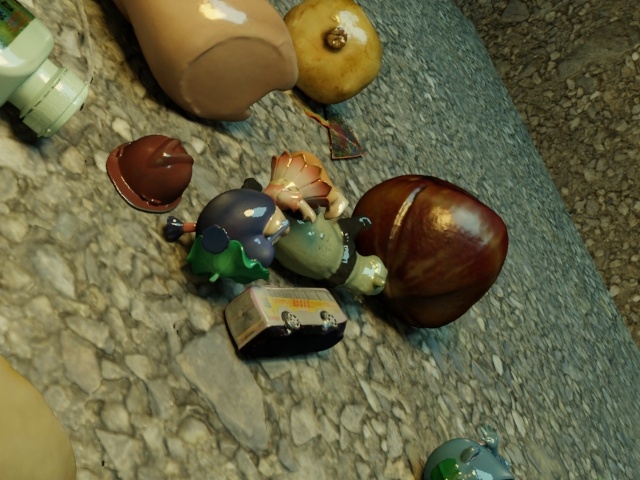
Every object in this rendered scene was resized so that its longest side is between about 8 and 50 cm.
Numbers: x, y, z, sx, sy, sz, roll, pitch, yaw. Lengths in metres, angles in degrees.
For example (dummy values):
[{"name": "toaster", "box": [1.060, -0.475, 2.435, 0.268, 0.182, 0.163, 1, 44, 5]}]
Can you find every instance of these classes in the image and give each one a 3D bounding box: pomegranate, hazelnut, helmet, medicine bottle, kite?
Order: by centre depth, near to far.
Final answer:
[{"name": "medicine bottle", "box": [-0.315, -0.190, 0.703, 0.229, 0.083, 0.121, 42, 27, -24]}, {"name": "helmet", "box": [-0.171, -0.081, 0.851, 0.089, 0.057, 0.111, 56, 25, -3]}, {"name": "hazelnut", "box": [0.144, 0.011, 1.144, 0.229, 0.229, 0.229, 40, 30, -29]}, {"name": "pomegranate", "box": [0.017, -0.324, 1.326, 0.196, 0.196, 0.196, 40, 30, -29]}, {"name": "kite", "box": [0.027, -0.190, 1.375, 0.159, 0.010, 0.190, 35, 31, -33]}]

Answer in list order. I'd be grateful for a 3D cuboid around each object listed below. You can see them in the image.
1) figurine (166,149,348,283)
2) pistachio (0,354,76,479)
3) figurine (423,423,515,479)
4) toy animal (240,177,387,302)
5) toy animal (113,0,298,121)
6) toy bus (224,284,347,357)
[{"name": "figurine", "box": [-0.068, -0.026, 0.857, 0.195, 0.111, 0.102, -45, 116, -34]}, {"name": "pistachio", "box": [-0.231, 0.111, 0.428, 0.215, 0.144, 0.144, 43, 26, -49]}, {"name": "figurine", "box": [0.201, 0.312, 0.984, 0.144, 0.114, 0.178, 65, 19, 15]}, {"name": "toy animal", "box": [0.000, 0.000, 1.008, 0.225, 0.094, 0.121, 38, 32, -34]}, {"name": "toy animal", "box": [-0.155, -0.299, 0.989, 0.256, 0.195, 0.213, 59, 18, 14]}, {"name": "toy bus", "box": [-0.036, 0.089, 0.887, 0.172, 0.057, 0.072, 8, 46, -58]}]
